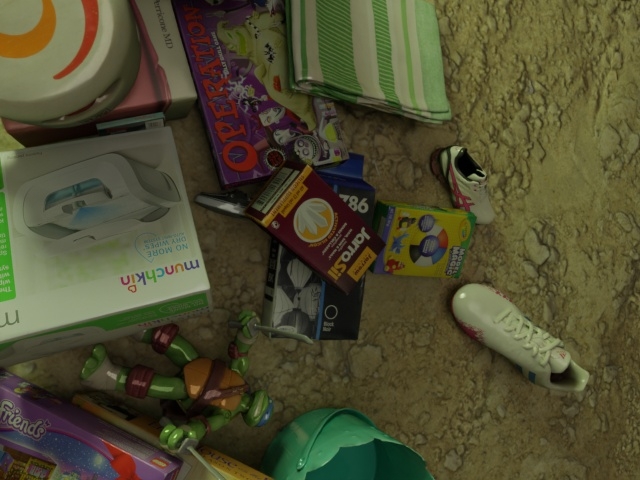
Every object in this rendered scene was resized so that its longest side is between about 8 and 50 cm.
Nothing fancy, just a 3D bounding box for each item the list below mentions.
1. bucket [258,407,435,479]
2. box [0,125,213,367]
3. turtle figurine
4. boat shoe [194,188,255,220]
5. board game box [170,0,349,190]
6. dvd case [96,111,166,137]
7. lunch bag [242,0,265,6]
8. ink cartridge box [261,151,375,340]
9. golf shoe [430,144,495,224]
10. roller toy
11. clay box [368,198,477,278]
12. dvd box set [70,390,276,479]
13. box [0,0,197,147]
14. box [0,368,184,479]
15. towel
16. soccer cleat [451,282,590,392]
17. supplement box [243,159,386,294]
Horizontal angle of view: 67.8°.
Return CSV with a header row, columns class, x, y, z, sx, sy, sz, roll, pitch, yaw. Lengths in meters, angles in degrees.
class,x,y,z,sx,sy,sz,roll,pitch,yaw
bucket,0.036,0.421,0.778,0.281,0.183,0.281,-1,93,-24
box,-0.288,0.006,0.595,0.261,0.127,0.231,-12,71,-15
turtle figurine,-0.166,0.172,0.648,0.266,0.274,0.198,25,82,-8
boat shoe,-0.124,-0.057,0.746,0.142,0.049,0.040,13,80,-1
board game box,-0.098,-0.266,0.732,0.208,0.056,0.347,-16,89,-18
dvd case,-0.257,-0.125,0.670,0.087,0.119,0.013,-18,64,-21
lunch bag,-0.210,-0.506,0.552,0.327,0.239,0.386,1,79,-13
ink cartridge box,0.000,0.000,0.809,0.165,0.065,0.333,5,89,-23
golf shoe,0.288,-0.101,0.916,0.067,0.086,0.186,-46,110,-15
roller toy,-0.290,-0.213,0.490,0.191,0.146,0.210,15,94,-16
clay box,0.197,0.001,0.882,0.221,0.053,0.128,4,108,-22
dvd box set,-0.202,0.429,0.624,0.420,0.062,0.308,21,83,10
box,-0.302,-0.226,0.632,0.232,0.127,0.149,-18,98,-21
box,-0.348,0.317,0.598,0.293,0.057,0.201,22,83,10
towel,0.087,-0.333,0.793,0.324,0.038,0.248,2,78,-33
soccer cleat,0.407,0.193,0.948,0.331,0.143,0.116,37,78,-20
supplement box,-0.006,-0.018,0.705,0.188,0.080,0.104,42,83,-30
